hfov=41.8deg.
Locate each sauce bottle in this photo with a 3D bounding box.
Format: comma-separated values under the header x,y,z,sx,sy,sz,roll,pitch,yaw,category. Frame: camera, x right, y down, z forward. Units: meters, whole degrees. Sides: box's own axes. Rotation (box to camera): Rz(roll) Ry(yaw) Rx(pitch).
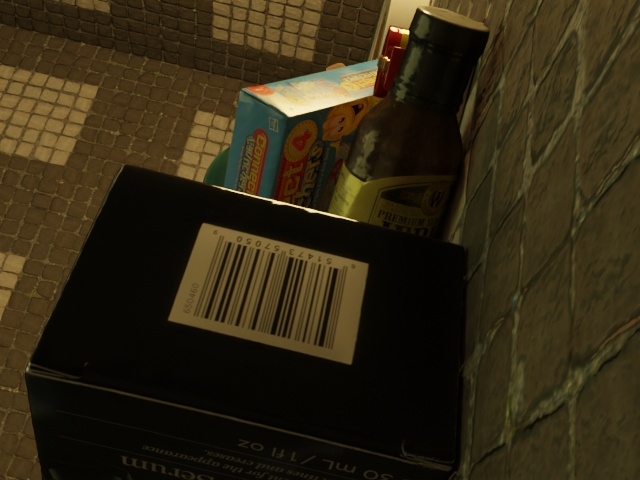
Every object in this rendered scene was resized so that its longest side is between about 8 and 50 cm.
x,y,z,sx,sy,sz,roll,pitch,yaw,category
0.069,-0.049,0.809,0.111,0.112,0.344,-81,7,-65,sauce bottle

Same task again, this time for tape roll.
x,y,z,sx,sy,sz,roll,pitch,yaw,category
0.130,-0.325,1.606,0.392,0.072,0.391,-167,90,-87,tape roll

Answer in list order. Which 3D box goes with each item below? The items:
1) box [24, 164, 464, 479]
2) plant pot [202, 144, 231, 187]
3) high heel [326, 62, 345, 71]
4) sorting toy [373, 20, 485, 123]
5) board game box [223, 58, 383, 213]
x,y,z,sx,sy,sz,roll,pitch,yaw,category
-0.071,0.167,0.751,0.395,0.294,0.212,105,178,-48,box
-0.043,-0.111,1.495,0.255,0.272,0.271,-39,34,56,plant pot
0.054,-0.262,1.637,0.244,0.082,0.117,-115,3,-64,high heel
0.096,-0.134,0.981,0.255,0.090,0.257,-84,7,-76,sorting toy
-0.003,-0.087,1.202,0.302,0.086,0.308,-24,-42,-44,board game box
